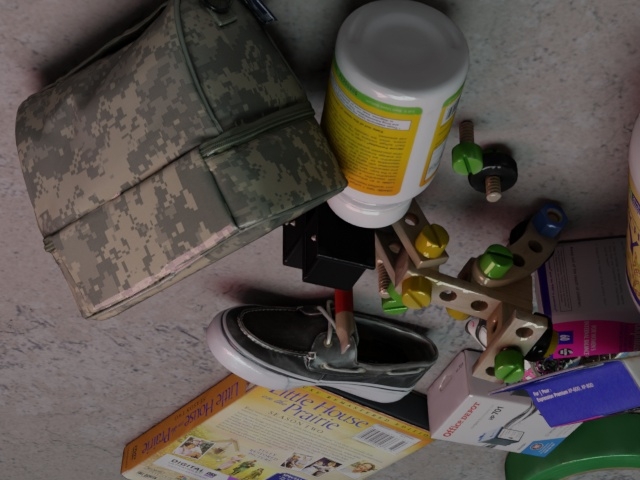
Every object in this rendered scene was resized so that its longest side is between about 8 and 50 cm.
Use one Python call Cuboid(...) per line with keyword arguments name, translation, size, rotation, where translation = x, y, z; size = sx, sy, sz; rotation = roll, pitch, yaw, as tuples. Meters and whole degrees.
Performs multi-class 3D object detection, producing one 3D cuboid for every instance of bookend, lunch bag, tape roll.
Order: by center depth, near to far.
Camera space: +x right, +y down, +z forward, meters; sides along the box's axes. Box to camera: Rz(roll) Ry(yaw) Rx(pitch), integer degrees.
Cuboid(name="lunch bag", translation=(-0.156, -0.097, 1.479), size=(0.305, 0.212, 0.256), rotation=(-27, 93, 35))
Cuboid(name="bookend", translation=(0.000, 0.000, 1.679), size=(0.072, 0.156, 0.157), rotation=(13, 143, -18))
Cuboid(name="tape roll", translation=(0.457, 0.383, 2.290), size=(0.321, 0.077, 0.321), rotation=(0, 144, 0))

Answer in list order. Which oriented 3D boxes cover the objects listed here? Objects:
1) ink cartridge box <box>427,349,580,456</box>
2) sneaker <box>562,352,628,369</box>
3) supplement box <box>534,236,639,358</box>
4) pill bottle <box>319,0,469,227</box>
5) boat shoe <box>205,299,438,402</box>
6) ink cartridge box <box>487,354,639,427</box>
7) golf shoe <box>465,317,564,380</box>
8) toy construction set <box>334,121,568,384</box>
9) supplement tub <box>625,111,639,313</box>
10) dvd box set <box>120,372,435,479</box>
Cuboid(name="ink cartridge box", translation=(0.269, 0.238, 2.081), size=(0.191, 0.082, 0.139), rotation=(10, 143, -17))
Cuboid(name="sneaker", translation=(0.397, 0.154, 1.997), size=(0.073, 0.063, 0.162), rotation=(0, 154, -25))
Cuboid(name="supplement box", translation=(0.387, 0.069, 1.818), size=(0.220, 0.114, 0.111), rotation=(-7, 144, 6))
Cuboid(name="pill bottle", translation=(0.068, -0.124, 1.520), size=(0.136, 0.136, 0.245), rotation=(4, 144, -6))
Cuboid(name="boat shoe", translation=(0.009, 0.130, 1.917), size=(0.335, 0.121, 0.119), rotation=(12, 136, -35))
Cuboid(name="ink cartridge box", translation=(0.398, 0.167, 1.722), size=(0.371, 0.069, 0.176), rotation=(-3, 166, -33))
Cuboid(name="golf shoe", translation=(0.272, 0.149, 1.981), size=(0.086, 0.067, 0.186), rotation=(3, 151, 41))
Cuboid(name="toy construction set", translation=(0.143, 0.067, 1.705), size=(0.309, 0.237, 0.257), rotation=(-29, 136, 35))
Cuboid(name="supplement tub", translation=(0.452, -0.044, 1.548), size=(0.241, 0.241, 0.331), rotation=(-5, 144, 7))
Cuboid(name="dvd box set", translation=(-0.065, 0.306, 2.190), size=(0.307, 0.062, 0.420), rotation=(24, 138, -30))
